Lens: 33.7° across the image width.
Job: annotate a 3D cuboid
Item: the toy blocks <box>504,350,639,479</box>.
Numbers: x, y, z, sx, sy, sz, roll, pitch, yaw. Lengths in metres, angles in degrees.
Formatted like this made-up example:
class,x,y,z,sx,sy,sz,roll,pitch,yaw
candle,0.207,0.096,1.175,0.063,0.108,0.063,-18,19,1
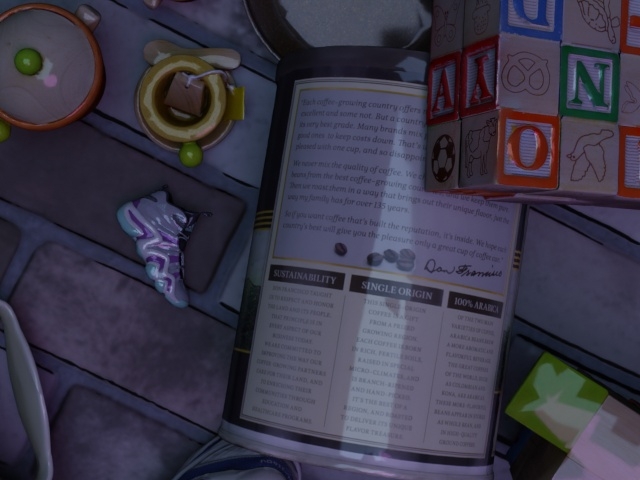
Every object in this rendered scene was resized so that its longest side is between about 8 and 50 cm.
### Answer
class,x,y,z,sx,sy,sz,roll,pitch,yaw
toy blocks,0.288,0.214,0.787,0.381,0.261,0.190,33,93,4

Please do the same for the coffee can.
class,x,y,z,sx,sy,sz,roll,pitch,yaw
coffee can,0.046,0.020,0.769,0.201,0.201,0.275,9,85,-2

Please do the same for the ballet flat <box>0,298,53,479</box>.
class,x,y,z,sx,sy,sz,roll,pitch,yaw
ballet flat,-0.335,0.077,0.820,0.182,0.164,0.483,-32,98,-22

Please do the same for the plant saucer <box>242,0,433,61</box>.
class,x,y,z,sx,sy,sz,roll,pitch,yaw
plant saucer,0.033,-0.217,0.859,0.199,0.036,0.198,0,93,-1

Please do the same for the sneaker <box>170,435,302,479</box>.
class,x,y,z,sx,sy,sz,roll,pitch,yaw
sneaker,-0.135,0.267,0.830,0.112,0.131,0.296,41,92,-5

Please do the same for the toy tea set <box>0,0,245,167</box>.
class,x,y,z,sx,sy,sz,roll,pitch,yaw
toy tea set,-0.160,-0.224,0.808,0.200,0.124,0.336,-1,93,-1

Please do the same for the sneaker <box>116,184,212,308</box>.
class,x,y,z,sx,sy,sz,roll,pitch,yaw
sneaker,-0.115,0.001,0.863,0.069,0.038,0.098,-30,93,1

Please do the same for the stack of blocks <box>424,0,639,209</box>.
class,x,y,z,sx,sy,sz,roll,pitch,yaw
stack of blocks,0.220,-0.107,0.687,0.297,0.087,0.171,3,88,-23
